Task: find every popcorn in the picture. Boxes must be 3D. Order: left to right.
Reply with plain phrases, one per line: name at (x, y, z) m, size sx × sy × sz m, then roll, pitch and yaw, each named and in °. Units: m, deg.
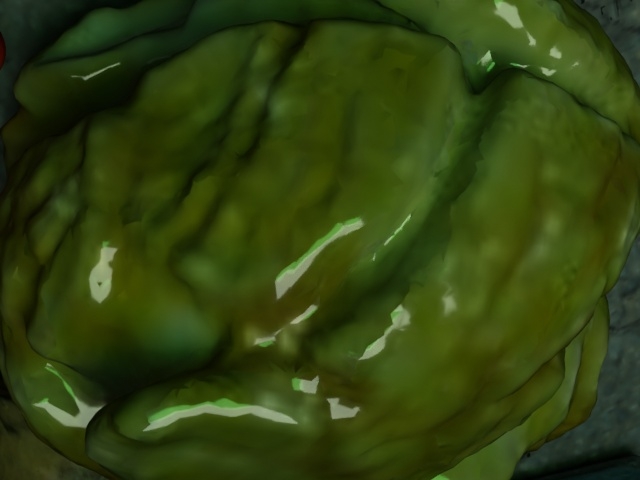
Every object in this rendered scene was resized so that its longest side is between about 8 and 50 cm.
popcorn at (0.000, 0.006, 0.644) m, size 0.276 × 0.276 × 0.225 m, roll 21°, pitch 70°, yaw -30°

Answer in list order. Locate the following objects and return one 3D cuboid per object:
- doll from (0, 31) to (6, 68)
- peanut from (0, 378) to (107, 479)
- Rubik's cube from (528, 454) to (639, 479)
doll at (-0.257, 0.031, 0.625) m, size 0.200 × 0.105 × 0.336 m, roll 30°, pitch 96°, yaw -35°
peanut at (-0.146, 0.094, 0.666) m, size 0.099 × 0.099 × 0.214 m, roll -44°, pitch 154°, yaw 6°
Rubik's cube at (0.090, 0.330, 0.804) m, size 0.301 × 0.305 × 0.304 m, roll -13°, pitch 123°, yaw -16°
